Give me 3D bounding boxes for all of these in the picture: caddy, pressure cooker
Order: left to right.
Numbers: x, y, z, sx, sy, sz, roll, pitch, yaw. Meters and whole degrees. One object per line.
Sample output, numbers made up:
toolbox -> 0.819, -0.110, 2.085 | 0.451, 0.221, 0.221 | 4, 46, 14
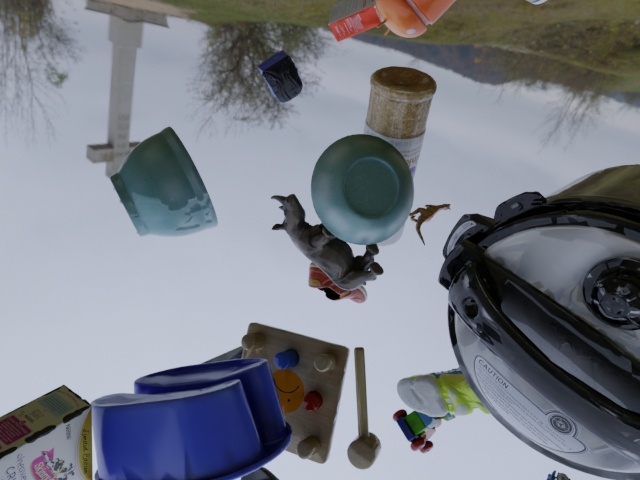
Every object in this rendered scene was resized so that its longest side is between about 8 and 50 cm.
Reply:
caddy -> -0.219, 0.323, 0.809 | 0.341, 0.179, 0.241 | -12, 180, 17
pressure cooker -> 0.384, 0.095, 0.655 | 0.420, 0.376, 0.370 | -21, -171, -43

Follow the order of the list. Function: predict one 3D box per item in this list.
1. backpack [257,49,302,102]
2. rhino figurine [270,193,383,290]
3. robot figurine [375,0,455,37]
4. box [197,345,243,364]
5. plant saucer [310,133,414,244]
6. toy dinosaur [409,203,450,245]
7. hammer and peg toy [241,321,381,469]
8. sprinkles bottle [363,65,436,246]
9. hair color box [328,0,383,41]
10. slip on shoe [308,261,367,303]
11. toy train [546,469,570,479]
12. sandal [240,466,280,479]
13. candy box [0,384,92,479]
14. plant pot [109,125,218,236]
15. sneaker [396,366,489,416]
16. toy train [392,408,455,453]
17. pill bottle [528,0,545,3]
backpack -> -0.107, -0.463, 1.350 | 0.098, 0.120, 0.101 | -30, -141, 5
rhino figurine -> 0.000, 0.000, 0.870 | 0.243, 0.106, 0.073 | 40, -135, 2
robot figurine -> 0.193, -0.475, 0.887 | 0.128, 0.219, 0.158 | 29, -152, -39
box -> -0.296, 0.439, 1.506 | 0.233, 0.044, 0.159 | -18, -96, -30
plant saucer -> 0.081, -0.089, 0.815 | 0.195, 0.195, 0.037 | 9, 178, -17
toy dinosaur -> 0.291, -0.068, 1.342 | 0.112, 0.064, 0.211 | 6, -146, 44
hammer and peg toy -> -0.024, 0.336, 1.050 | 0.361, 0.266, 0.127 | 9, 176, 23
sprinkles bottle -> 0.135, -0.154, 0.954 | 0.121, 0.355, 0.121 | 3, -139, -2
hair color box -> 0.107, -0.533, 1.100 | 0.167, 0.053, 0.093 | -11, -130, 30
slip on shoe -> 0.060, 0.173, 1.726 | 0.123, 0.101, 0.331 | 6, 161, 37
toy train -> 0.621, 0.694, 1.262 | 0.080, 0.184, 0.105 | 22, -136, 38
sandal -> -0.145, 0.679, 1.286 | 0.054, 0.097, 0.254 | 6, 171, -42
candy box -> -0.420, 0.319, 0.619 | 0.071, 0.159, 0.233 | 21, -156, 25
plant pot -> -0.426, -0.126, 1.259 | 0.196, 0.293, 0.293 | -28, -136, -18
sneaker -> 0.294, 0.321, 1.040 | 0.240, 0.091, 0.126 | -4, -172, 33
toy train -> 0.307, 0.499, 1.305 | 0.105, 0.143, 0.248 | 57, -172, 36
pill bottle -> 0.420, -0.613, 1.035 | 0.208, 0.119, 0.119 | 17, -155, -15
